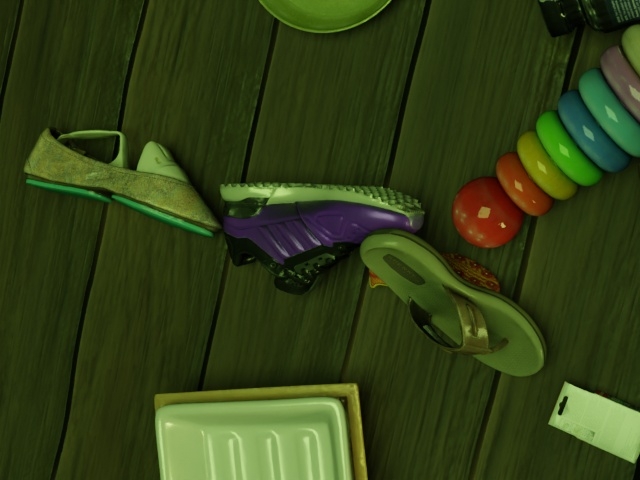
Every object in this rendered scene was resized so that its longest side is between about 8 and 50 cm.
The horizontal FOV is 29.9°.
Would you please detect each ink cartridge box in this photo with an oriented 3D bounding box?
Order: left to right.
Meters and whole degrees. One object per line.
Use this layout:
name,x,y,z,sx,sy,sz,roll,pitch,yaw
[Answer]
ink cartridge box,0.348,0.222,1.483,0.115,0.029,0.063,23,101,18

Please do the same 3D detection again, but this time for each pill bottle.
pill bottle,0.364,-0.314,1.397,0.219,0.123,0.123,-15,88,19

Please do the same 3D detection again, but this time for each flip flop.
flip flop,0.157,0.089,1.464,0.277,0.080,0.112,38,138,-17

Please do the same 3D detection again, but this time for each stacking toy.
stacking toy,0.297,-0.104,1.441,0.330,0.141,0.141,-41,80,24

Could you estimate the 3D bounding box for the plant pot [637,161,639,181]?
plant pot,0.468,-0.005,1.340,0.237,0.237,0.254,-33,68,18

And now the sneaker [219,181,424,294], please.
sneaker,0.000,0.000,1.552,0.293,0.102,0.146,5,95,31

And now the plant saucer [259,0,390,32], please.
plant saucer,0.013,-0.390,1.563,0.241,0.037,0.241,1,93,20

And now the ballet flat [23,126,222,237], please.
ballet flat,-0.268,-0.093,1.648,0.316,0.107,0.106,16,85,17

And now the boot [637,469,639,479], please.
boot,0.469,0.299,1.414,0.178,0.085,0.236,3,109,6

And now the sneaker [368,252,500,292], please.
sneaker,0.146,0.051,1.537,0.175,0.064,0.067,14,118,23

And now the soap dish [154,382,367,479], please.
soap dish,-0.069,0.305,1.588,0.290,0.118,0.229,-6,91,19
